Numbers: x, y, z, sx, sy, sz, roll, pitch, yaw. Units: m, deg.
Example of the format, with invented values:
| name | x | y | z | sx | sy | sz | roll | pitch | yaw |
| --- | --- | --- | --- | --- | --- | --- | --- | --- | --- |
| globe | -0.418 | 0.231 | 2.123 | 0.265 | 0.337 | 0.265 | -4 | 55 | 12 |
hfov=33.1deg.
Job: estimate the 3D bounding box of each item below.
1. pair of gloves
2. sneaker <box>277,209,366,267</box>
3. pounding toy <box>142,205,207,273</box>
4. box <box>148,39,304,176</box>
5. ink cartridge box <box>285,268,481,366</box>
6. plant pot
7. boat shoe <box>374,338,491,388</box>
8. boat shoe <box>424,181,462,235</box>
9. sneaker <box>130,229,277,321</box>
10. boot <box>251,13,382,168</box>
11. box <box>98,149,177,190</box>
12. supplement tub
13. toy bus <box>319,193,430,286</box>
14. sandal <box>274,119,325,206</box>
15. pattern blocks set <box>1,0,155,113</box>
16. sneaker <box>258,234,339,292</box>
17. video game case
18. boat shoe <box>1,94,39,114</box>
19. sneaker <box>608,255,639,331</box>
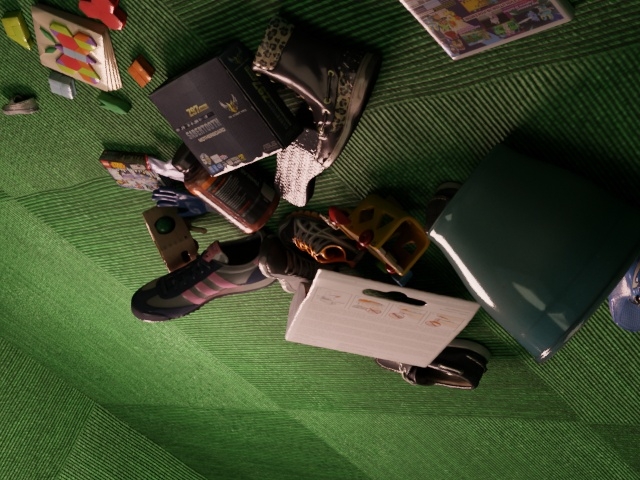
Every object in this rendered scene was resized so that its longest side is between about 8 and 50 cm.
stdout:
| name | x | y | z | sx | sy | sz | roll | pitch | yaw |
| --- | --- | --- | --- | --- | --- | --- | --- | --- | --- |
| pair of gloves | -0.258 | -0.105 | 2.097 | 0.159 | 0.023 | 0.198 | 11 | 147 | 8 |
| sneaker | 0.000 | 0.000 | 2.037 | 0.214 | 0.083 | 0.084 | 5 | 149 | 38 |
| pounding toy | -0.292 | -0.011 | 2.224 | 0.130 | 0.100 | 0.141 | 59 | 169 | 30 |
| box | -0.159 | -0.211 | 1.775 | 0.232 | 0.059 | 0.183 | -14 | 117 | 51 |
| ink cartridge box | 0.112 | 0.125 | 2.075 | 0.308 | 0.091 | 0.385 | 12 | 154 | -6 |
| plant pot | 0.311 | -0.003 | 1.605 | 0.255 | 0.272 | 0.272 | 39 | 154 | 6 |
| boat shoe | 0.222 | 0.265 | 2.313 | 0.302 | 0.091 | 0.114 | -8 | 139 | 48 |
| boat shoe | 0.317 | 0.026 | 1.803 | 0.335 | 0.096 | 0.112 | 30 | 153 | -10 |
| sneaker | -0.239 | 0.060 | 2.180 | 0.131 | 0.319 | 0.112 | 83 | 161 | -47 |
| boot | -0.019 | -0.226 | 1.640 | 0.178 | 0.085 | 0.236 | 26 | 142 | 1 |
| box | -0.365 | -0.137 | 2.156 | 0.137 | 0.027 | 0.094 | 8 | 148 | 30 |
| supplement tub | -0.175 | -0.106 | 1.968 | 0.198 | 0.106 | 0.106 | 38 | 150 | -25 |
| toy bus | 0.101 | -0.028 | 1.876 | 0.202 | 0.104 | 0.191 | 42 | 177 | 7 |
| sandal | -0.030 | -0.143 | 1.849 | 0.097 | 0.054 | 0.254 | 36 | 156 | 2 |
| pattern blocks set | -0.421 | -0.331 | 1.859 | 0.285 | 0.026 | 0.325 | 16 | 152 | 18 |
| sneaker | -0.032 | 0.050 | 2.153 | 0.132 | 0.086 | 0.229 | 6 | 165 | 19 |
| video game case | 0.192 | -0.320 | 1.372 | 0.183 | 0.023 | 0.201 | 41 | 148 | -28 |
| boat shoe | -0.591 | -0.268 | 2.112 | 0.100 | 0.035 | 0.035 | 6 | 120 | 40 |
| sneaker | 0.519 | 0.072 | 1.661 | 0.129 | 0.147 | 0.330 | 23 | 154 | 5 |
